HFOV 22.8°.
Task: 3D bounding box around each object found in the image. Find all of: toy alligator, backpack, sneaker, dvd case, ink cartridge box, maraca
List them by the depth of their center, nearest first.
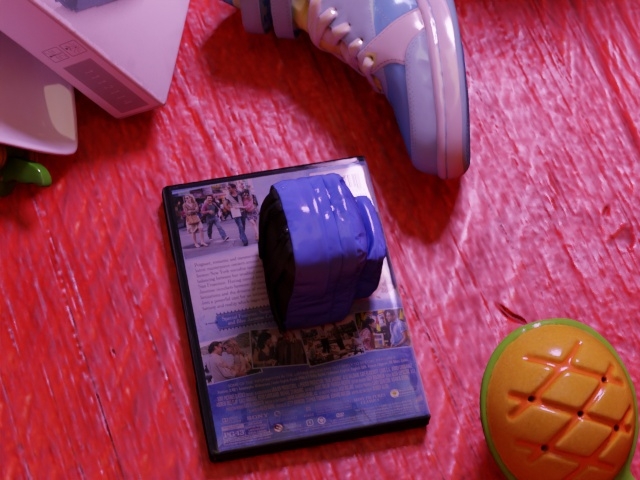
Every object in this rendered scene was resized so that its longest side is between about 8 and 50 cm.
[{"bbox_3d":[0.191,0.152,1.229,0.127,0.099,0.186,-15,89,-8],"label":"maraca"},{"bbox_3d":[0.000,0.000,1.260,0.101,0.120,0.098,-16,62,-10],"label":"backpack"},{"bbox_3d":[-0.024,0.051,1.313,0.180,0.022,0.253,-9,62,-7],"label":"dvd case"},{"bbox_3d":[-0.225,-0.288,1.351,0.066,0.296,0.261,-14,54,34],"label":"ink cartridge box"},{"bbox_3d":[-0.306,-0.091,1.363,0.189,0.056,0.051,40,107,18],"label":"toy alligator"},{"bbox_3d":[0.016,-0.184,1.397,0.208,0.127,0.319,-11,66,2],"label":"sneaker"}]

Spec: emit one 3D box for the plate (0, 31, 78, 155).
[{"bbox_3d":[-0.319,-0.212,1.288,0.045,0.277,0.278,-13,79,35],"label":"plate"}]
